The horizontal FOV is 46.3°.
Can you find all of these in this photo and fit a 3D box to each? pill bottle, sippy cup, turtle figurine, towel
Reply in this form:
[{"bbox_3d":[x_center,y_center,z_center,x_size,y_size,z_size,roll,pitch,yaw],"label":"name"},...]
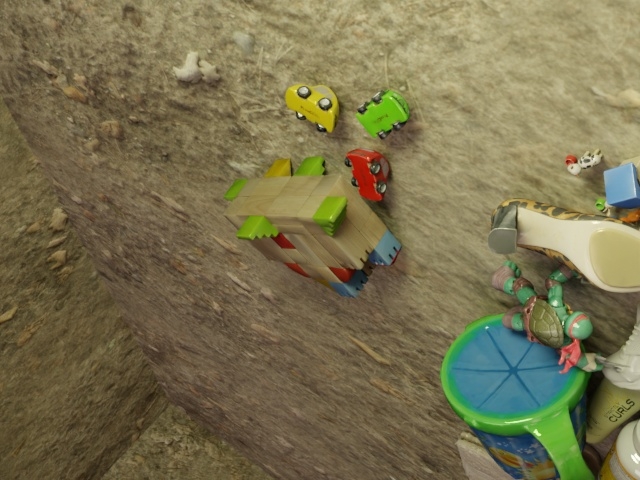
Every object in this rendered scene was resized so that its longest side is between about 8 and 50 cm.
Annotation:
[{"bbox_3d":[0.544,0.369,1.247,0.118,0.117,0.208,29,149,25],"label":"pill bottle"},{"bbox_3d":[0.343,0.277,1.253,0.240,0.305,0.224,-4,130,29],"label":"sippy cup"},{"bbox_3d":[0.352,0.108,1.113,0.234,0.118,0.175,-159,66,-65],"label":"turtle figurine"},{"bbox_3d":[0.441,0.547,1.698,0.282,0.049,0.187,17,143,40],"label":"towel"}]

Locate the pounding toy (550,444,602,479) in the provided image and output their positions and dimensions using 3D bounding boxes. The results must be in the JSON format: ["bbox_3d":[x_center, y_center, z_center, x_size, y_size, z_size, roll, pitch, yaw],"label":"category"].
[{"bbox_3d":[0.461,0.482,1.468,0.154,0.155,0.269,-8,124,50],"label":"pounding toy"}]

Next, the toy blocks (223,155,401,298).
[{"bbox_3d":[0.000,0.000,1.418,0.382,0.190,0.261,4,144,52],"label":"toy blocks"}]

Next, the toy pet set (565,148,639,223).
[{"bbox_3d":[0.370,-0.055,0.948,0.122,0.065,0.114,49,151,-12],"label":"toy pet set"}]

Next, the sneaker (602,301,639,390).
[{"bbox_3d":[0.479,0.135,1.065,0.115,0.090,0.232,49,143,3],"label":"sneaker"}]

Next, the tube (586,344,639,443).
[{"bbox_3d":[0.488,0.264,1.242,0.070,0.062,0.240,16,144,6],"label":"tube"}]

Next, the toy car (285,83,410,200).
[{"bbox_3d":[0.073,-0.182,1.171,0.239,0.053,0.225,49,151,-12],"label":"toy car"}]

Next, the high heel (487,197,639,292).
[{"bbox_3d":[0.361,-0.005,1.015,0.261,0.186,0.093,12,107,14],"label":"high heel"}]
